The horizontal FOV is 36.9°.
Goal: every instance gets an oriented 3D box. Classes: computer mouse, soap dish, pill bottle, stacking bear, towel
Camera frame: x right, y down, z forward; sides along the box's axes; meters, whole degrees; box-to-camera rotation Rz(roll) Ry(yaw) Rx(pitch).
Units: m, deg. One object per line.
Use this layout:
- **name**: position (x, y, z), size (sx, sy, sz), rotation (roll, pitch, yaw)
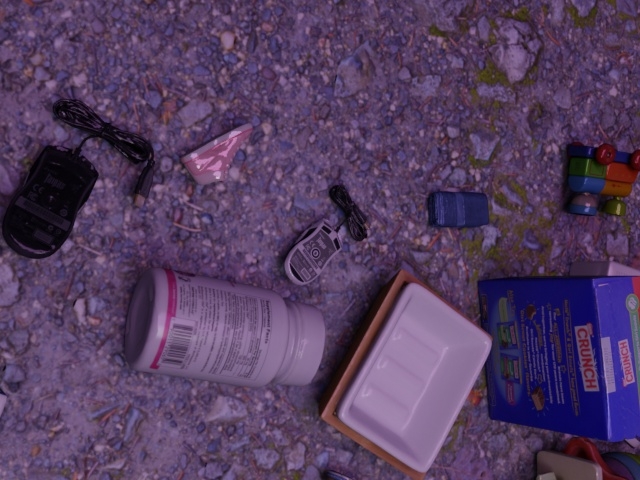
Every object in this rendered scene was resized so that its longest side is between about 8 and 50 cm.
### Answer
- **computer mouse**: position (-0.362, -0.070, 1.460), size (0.184, 0.060, 0.262), rotation (25, 66, -18)
- **soap dish**: position (0.143, 0.231, 1.652), size (0.229, 0.118, 0.291), rotation (36, 73, -20)
- **pill bottle**: position (-0.147, 0.143, 1.494), size (0.283, 0.160, 0.161), rotation (13, 82, -25)
- **stacking bear**: position (0.602, 0.476, 1.844), size (0.288, 0.175, 0.164), rotation (5, 119, -35)
- **computer mouse**: position (0.000, 0.000, 1.639), size (0.193, 0.042, 0.106), rotation (-44, 110, -27)
- **towel**: position (0.254, -0.057, 1.769), size (0.119, 0.029, 0.067), rotation (0, 88, -25)

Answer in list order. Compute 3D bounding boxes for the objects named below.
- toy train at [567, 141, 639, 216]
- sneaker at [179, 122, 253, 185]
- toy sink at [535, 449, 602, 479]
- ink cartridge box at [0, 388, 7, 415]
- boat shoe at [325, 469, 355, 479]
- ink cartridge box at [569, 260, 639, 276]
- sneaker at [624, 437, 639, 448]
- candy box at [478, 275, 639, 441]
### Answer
- **toy train**: position (0.598, -0.111, 1.903), size (0.247, 0.105, 0.144), rotation (6, 95, -25)
- **sneaker**: position (-0.158, -0.137, 1.564), size (0.134, 0.051, 0.070), rotation (-33, 103, -20)
- **toy sink**: position (0.412, 0.515, 1.736), size (0.131, 0.152, 0.234), rotation (-2, 92, -33)
- **ink cartridge box**: position (-0.652, 0.258, 1.251), size (0.395, 0.151, 0.270), rotation (24, 77, -24)
- **boat shoe**: position (0.070, 0.460, 1.635), size (0.183, 0.066, 0.066), rotation (41, 73, -18)
- **ink cartridge box**: position (0.650, 0.182, 1.897), size (0.353, 0.119, 0.207), rotation (18, 79, -23)
- **sneaker**: position (0.587, 0.296, 1.810), size (0.283, 0.124, 0.107), rotation (34, 33, -46)
- **candy box**: position (0.423, 0.195, 1.677), size (0.122, 0.317, 0.268), rotation (-5, 90, -26)
